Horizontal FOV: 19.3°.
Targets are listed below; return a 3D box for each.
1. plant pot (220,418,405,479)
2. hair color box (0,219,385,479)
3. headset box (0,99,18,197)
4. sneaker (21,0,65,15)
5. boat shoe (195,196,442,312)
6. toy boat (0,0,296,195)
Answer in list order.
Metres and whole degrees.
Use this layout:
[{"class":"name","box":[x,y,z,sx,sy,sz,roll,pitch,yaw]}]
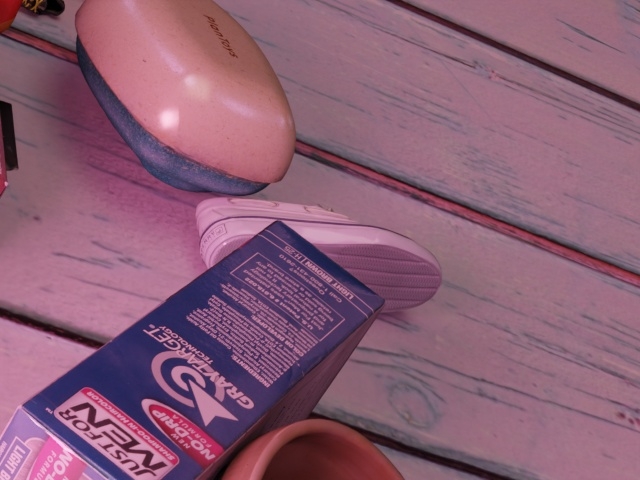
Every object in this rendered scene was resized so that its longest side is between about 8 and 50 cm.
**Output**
[{"class":"plant pot","box":[-0.018,0.236,1.159,0.237,0.110,0.237,38,41,-44]},{"class":"hair color box","box":[-0.100,0.127,1.218,0.105,0.174,0.347,37,29,8]},{"class":"headset box","box":[-0.358,-0.109,1.360,0.293,0.110,0.218,16,40,-29]},{"class":"sneaker","box":[-0.266,-0.226,1.725,0.083,0.031,0.035,0,44,-45]},{"class":"boat shoe","box":[0.000,0.000,1.600,0.226,0.083,0.076,13,36,-31]},{"class":"toy boat","box":[-0.181,-0.145,1.596,0.318,0.148,0.267,21,25,-33]}]
